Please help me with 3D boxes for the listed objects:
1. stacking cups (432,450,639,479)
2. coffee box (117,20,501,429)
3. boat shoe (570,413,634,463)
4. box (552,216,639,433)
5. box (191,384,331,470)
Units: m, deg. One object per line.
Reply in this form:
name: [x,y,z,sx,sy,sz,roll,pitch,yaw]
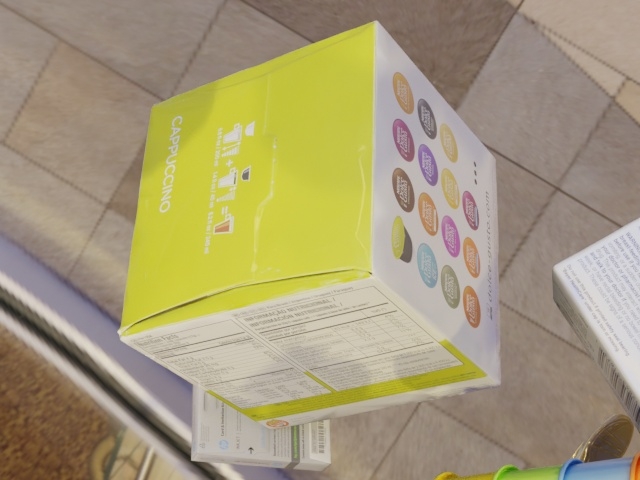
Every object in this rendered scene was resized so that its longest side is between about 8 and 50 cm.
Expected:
stacking cups: [0.243,0.211,0.950,0.316,0.096,0.096,-20,96,32]
coffee box: [0.000,0.000,1.406,0.338,0.334,0.337,-15,56,28]
boat shoe: [0.337,0.270,1.429,0.050,0.045,0.135,39,88,-7]
box: [0.246,0.045,0.772,0.137,0.072,0.126,-29,66,-1]
box: [-0.080,0.232,1.549,0.186,0.038,0.145,8,60,-19]
